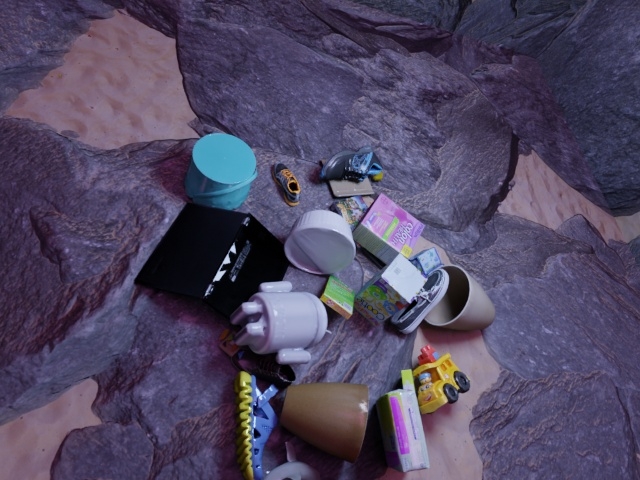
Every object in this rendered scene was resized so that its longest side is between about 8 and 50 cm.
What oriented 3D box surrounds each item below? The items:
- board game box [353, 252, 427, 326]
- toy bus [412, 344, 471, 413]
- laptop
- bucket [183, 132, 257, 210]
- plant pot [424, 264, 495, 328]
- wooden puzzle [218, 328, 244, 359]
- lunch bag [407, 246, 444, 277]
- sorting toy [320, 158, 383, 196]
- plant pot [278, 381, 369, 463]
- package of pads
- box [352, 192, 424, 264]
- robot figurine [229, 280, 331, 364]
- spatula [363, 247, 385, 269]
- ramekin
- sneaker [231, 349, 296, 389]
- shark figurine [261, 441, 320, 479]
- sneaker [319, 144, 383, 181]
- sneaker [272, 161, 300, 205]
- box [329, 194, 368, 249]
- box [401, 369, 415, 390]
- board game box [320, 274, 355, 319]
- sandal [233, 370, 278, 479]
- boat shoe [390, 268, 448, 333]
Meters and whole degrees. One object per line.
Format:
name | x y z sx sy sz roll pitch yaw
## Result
board game box | 0.253 0.196 1.599 0.142 0.275 0.144 43 55 4
toy bus | 0.420 0.503 1.553 0.220 0.149 0.211 -12 65 -48
laptop | -0.368 0.097 1.550 0.408 0.236 0.382 45 50 -30
bucket | -0.388 -0.268 1.644 0.281 0.183 0.281 10 59 -18
plant pot | 0.596 0.267 1.744 0.274 0.256 0.257 26 54 -30
wooden puzzle | -0.297 0.346 1.410 0.116 0.014 0.078 22 56 25
lunch bag | 0.473 0.124 1.851 0.128 0.096 0.151 -25 92 -32
sorting toy | 0.167 -0.301 1.992 0.307 0.041 0.229 -7 61 -26
plant pot | 0.004 0.553 1.341 0.254 0.237 0.237 15 57 -1
package of pads | 0.255 0.610 1.358 0.101 0.296 0.229 -7 64 -4
box | 0.287 -0.041 1.789 0.243 0.117 0.213 38 54 -1
robot figurine | -0.121 0.275 1.420 0.353 0.200 0.300 4 59 -38
spatula | 0.296 0.131 1.804 0.296 0.030 0.084 39 57 1
ramekin | 0.000 0.000 1.620 0.272 0.273 0.127 18 45 -13
sneaker | -0.184 0.412 1.387 0.222 0.118 0.083 27 55 -7
shark figurine | -0.114 0.718 1.226 0.278 0.116 0.166 -18 93 -35
sneaker | 0.147 -0.333 1.899 0.340 0.125 0.140 -26 72 -33
sneaker | -0.137 -0.258 1.808 0.084 0.083 0.215 -18 69 -28
box | 0.164 -0.080 1.857 0.159 0.044 0.233 -18 71 -31
box | 0.327 0.571 1.522 0.042 0.109 0.178 -8 61 9
board game box | 0.070 0.205 1.585 0.124 0.039 0.259 36 16 -1
sandal | -0.192 0.567 1.300 0.138 0.126 0.317 7 61 -24
boat shoe | 0.390 0.224 1.676 0.306 0.113 0.105 -48 121 -2
